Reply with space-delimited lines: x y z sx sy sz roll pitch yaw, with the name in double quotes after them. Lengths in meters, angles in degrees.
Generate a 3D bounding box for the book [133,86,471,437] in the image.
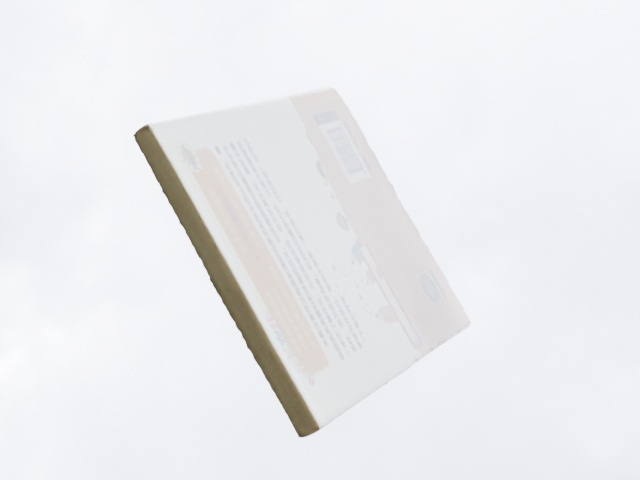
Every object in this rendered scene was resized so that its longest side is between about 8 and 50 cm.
0.000 0.000 1.133 0.020 0.295 0.207 -30 -93 24 "book"
